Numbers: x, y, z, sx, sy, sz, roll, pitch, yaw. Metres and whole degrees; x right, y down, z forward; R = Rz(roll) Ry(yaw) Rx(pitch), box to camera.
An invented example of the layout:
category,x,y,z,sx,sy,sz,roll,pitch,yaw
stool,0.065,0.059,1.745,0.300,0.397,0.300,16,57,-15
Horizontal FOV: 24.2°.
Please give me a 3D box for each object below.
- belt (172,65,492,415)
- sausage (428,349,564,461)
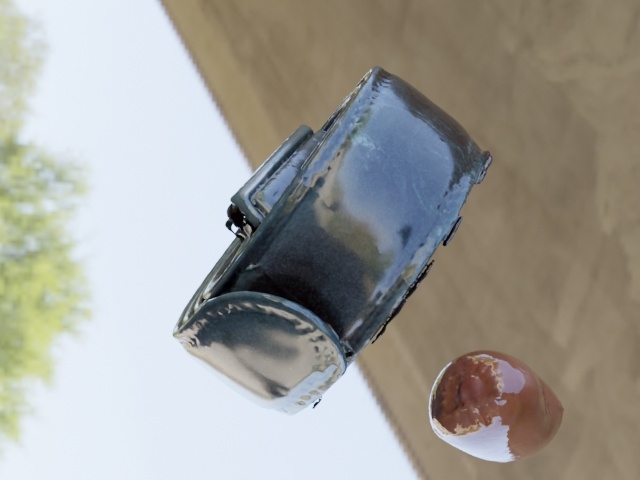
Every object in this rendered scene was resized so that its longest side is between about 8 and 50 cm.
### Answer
category,x,y,z,sx,sy,sz,roll,pitch,yaw
belt,0.000,0.000,0.885,0.206,0.116,0.267,-51,-176,14
sausage,0.124,0.119,1.042,0.194,0.077,0.077,33,54,-69
